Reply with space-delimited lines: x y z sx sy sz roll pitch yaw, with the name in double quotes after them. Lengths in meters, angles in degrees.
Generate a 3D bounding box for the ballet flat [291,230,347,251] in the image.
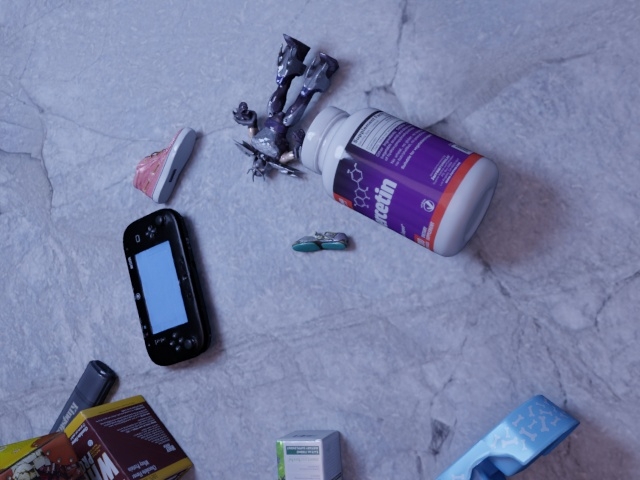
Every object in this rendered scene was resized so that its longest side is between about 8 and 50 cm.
0.000 0.000 1.264 0.114 0.041 0.041 -3 85 21 "ballet flat"

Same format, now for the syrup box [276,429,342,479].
-0.015 0.479 1.203 0.093 0.096 0.237 -6 83 20 "syrup box"

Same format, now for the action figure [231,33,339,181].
-0.078 -0.245 1.276 0.185 0.099 0.285 28 101 12 "action figure"

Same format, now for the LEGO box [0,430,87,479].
-0.623 0.601 1.210 0.500 0.193 0.373 -21 94 29 "LEGO box"

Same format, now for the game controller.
-0.326 0.098 1.365 0.166 0.067 0.319 -19 79 19 "game controller"

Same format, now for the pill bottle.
0.131 -0.116 1.138 0.322 0.181 0.182 29 97 21 "pill bottle"

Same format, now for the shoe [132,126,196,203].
-0.336 -0.173 1.387 0.081 0.063 0.178 30 102 15 "shoe"

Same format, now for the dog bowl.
0.285 0.366 1.064 0.297 0.166 0.074 -47 61 12 "dog bowl"

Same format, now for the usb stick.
-0.542 0.391 1.441 0.077 0.045 0.278 35 99 19 "usb stick"

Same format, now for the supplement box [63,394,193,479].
-0.400 0.439 1.304 0.129 0.191 0.194 -47 73 12 "supplement box"
